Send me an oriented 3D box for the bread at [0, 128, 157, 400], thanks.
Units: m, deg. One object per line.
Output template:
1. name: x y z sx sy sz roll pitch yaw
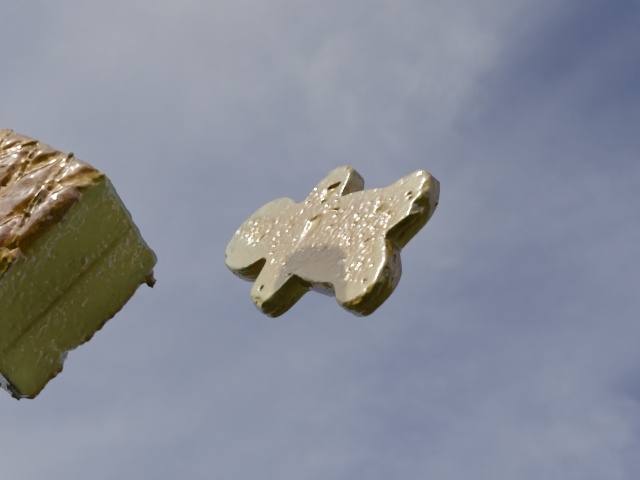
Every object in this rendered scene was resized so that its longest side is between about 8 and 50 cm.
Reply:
1. bread: -0.412 0.017 1.408 0.279 0.279 0.207 27 -25 39

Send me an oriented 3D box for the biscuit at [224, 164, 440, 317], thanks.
1. biscuit: 0.000 0.000 0.889 0.234 0.153 0.030 -4 -44 51
